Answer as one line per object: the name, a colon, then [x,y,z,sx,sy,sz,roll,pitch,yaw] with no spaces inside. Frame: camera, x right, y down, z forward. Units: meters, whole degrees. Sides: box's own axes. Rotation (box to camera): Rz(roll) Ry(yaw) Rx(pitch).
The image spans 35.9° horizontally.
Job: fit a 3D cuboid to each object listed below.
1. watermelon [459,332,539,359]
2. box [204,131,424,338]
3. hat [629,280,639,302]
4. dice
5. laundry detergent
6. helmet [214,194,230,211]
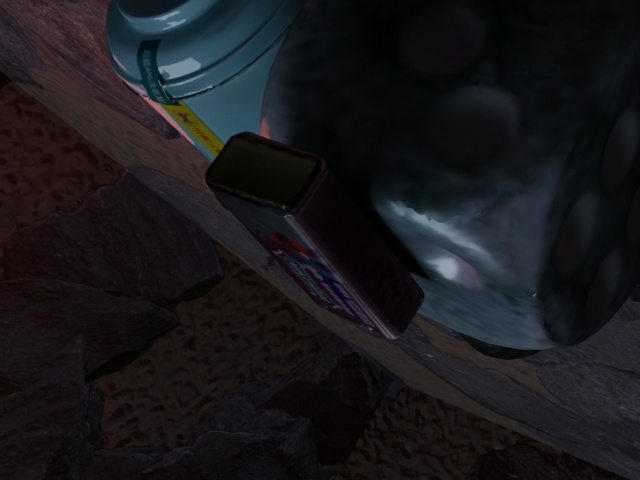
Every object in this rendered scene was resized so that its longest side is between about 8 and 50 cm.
watermelon: [0.326,0.103,1.709,0.212,0.212,0.212,30,168,7]
box: [0.000,0.000,0.886,0.120,0.069,0.224,22,162,40]
hat: [0.508,0.064,1.516,0.087,0.042,0.058,-27,131,35]
dice: [0.165,-0.104,1.005,0.348,0.328,0.330,25,166,30]
laundry detergent: [-0.084,-0.237,1.196,0.287,0.287,0.305,21,164,41]
helmet: [-0.067,-0.109,1.953,0.278,0.161,0.230,4,154,35]
